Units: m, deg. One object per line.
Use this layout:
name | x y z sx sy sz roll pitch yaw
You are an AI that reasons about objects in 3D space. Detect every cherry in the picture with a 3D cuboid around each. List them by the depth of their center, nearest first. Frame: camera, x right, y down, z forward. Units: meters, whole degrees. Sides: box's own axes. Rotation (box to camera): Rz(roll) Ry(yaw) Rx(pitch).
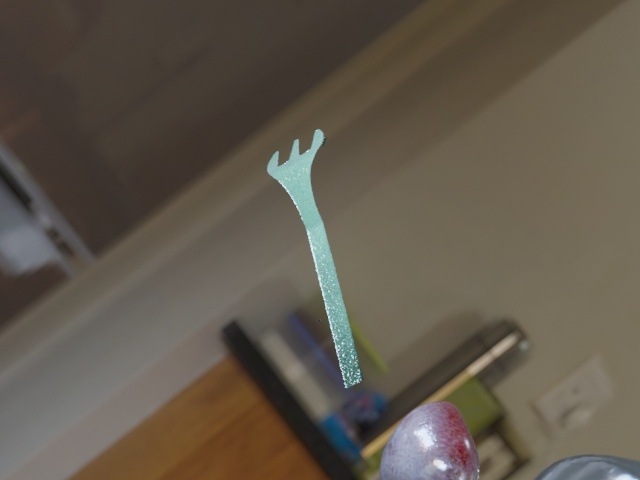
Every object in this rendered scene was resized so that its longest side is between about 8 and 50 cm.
cherry | 0.137 0.239 2.225 0.115 0.148 0.188 37 -32 2

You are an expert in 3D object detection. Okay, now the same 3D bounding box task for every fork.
fork | -0.001 -0.002 1.077 0.021 0.039 0.235 52 13 -32

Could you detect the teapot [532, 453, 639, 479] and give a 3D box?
teapot | 0.165 0.374 1.444 0.305 0.362 0.376 28 -43 52
